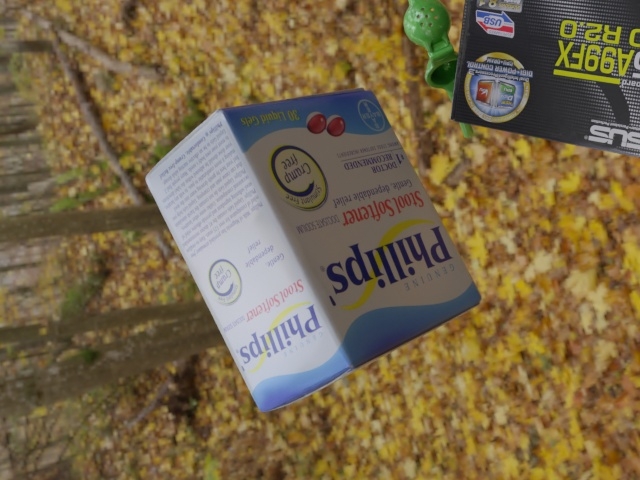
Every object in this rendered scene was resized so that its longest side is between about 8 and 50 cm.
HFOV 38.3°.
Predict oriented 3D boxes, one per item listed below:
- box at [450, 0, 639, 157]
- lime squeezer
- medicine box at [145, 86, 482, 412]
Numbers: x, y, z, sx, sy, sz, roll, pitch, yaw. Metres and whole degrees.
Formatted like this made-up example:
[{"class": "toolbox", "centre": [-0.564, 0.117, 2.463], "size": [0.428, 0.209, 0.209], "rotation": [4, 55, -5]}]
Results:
[{"class": "box", "centre": [0.288, -0.218, 1.026], "size": [0.270, 0.060, 0.216], "rotation": [17, 112, 30]}, {"class": "lime squeezer", "centre": [0.135, -0.239, 1.136], "size": [0.310, 0.059, 0.110], "rotation": [61, 172, -26]}, {"class": "medicine box", "centre": [0.000, 0.000, 1.017], "size": [0.149, 0.263, 0.289], "rotation": [-34, 80, 39]}]
